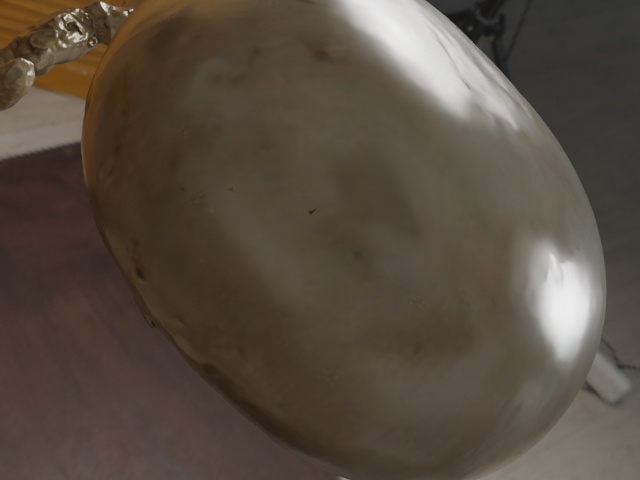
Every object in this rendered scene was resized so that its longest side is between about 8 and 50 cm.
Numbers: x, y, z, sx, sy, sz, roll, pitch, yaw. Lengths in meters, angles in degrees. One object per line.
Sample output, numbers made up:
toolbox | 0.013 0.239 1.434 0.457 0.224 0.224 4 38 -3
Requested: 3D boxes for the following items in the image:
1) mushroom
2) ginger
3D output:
mushroom | 0.000 0.000 0.684 0.362 0.294 0.362 40 23 -21
ginger | -0.253 -0.191 1.053 0.258 0.149 0.065 -43 123 -44
